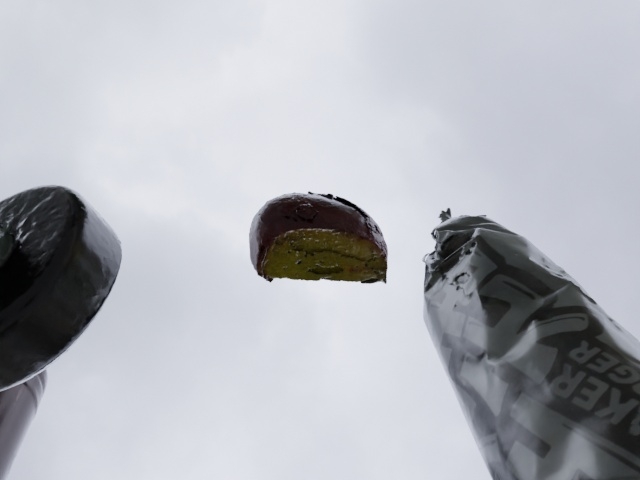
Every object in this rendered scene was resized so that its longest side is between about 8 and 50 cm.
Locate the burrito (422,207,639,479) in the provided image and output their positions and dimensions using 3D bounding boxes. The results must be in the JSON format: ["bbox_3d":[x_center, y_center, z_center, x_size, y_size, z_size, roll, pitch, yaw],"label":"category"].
[{"bbox_3d":[0.145,0.095,0.485,0.101,0.139,0.445,10,-156,-16],"label":"burrito"}]

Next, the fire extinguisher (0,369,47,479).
[{"bbox_3d":[-0.339,0.239,0.675,0.102,0.138,0.344,-2,-150,-1],"label":"fire extinguisher"}]

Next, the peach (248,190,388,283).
[{"bbox_3d":[-0.001,-0.005,0.876,0.172,0.092,0.127,11,-155,22],"label":"peach"}]

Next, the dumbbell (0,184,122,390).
[{"bbox_3d":[-0.170,-0.030,0.286,0.100,0.191,0.100,-20,-140,19],"label":"dumbbell"}]
